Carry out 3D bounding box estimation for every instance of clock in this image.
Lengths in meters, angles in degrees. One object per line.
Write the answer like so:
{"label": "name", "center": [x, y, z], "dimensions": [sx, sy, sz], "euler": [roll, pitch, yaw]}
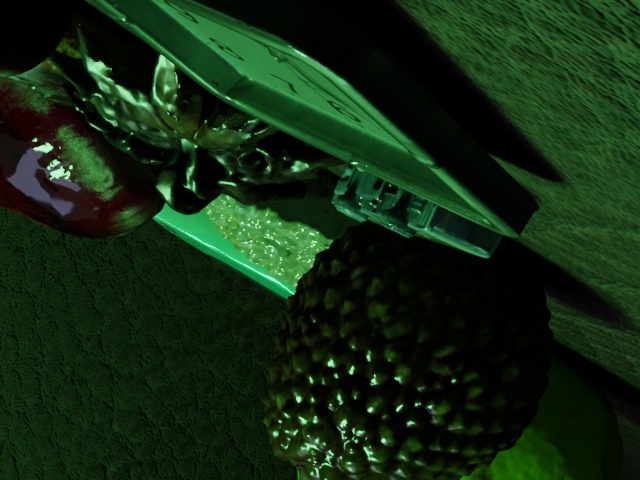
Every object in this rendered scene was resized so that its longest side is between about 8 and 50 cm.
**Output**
{"label": "clock", "center": [-0.023, -0.108, 1.064], "dimensions": [0.273, 0.049, 0.279], "euler": [27, 175, 35]}

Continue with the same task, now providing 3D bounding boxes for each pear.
{"label": "pear", "center": [0.153, 0.273, 2.085], "dimensions": [0.391, 0.391, 0.391], "euler": [31, 176, 2]}

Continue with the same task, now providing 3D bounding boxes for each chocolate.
{"label": "chocolate", "center": [-0.190, -0.162, 1.132], "dimensions": [0.125, 0.149, 0.080], "euler": [-11, -161, -29]}

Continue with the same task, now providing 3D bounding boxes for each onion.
{"label": "onion", "center": [-0.280, -0.096, 1.783], "dimensions": [0.272, 0.195, 0.272], "euler": [52, 175, 6]}

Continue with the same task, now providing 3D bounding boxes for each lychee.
{"label": "lychee", "center": [0.072, 0.097, 1.510], "dimensions": [0.236, 0.271, 0.236], "euler": [31, 148, 22]}

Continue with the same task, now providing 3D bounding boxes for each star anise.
{"label": "star anise", "center": [-0.113, -0.081, 1.463], "dimensions": [0.272, 0.103, 0.272], "euler": [19, 165, 5]}

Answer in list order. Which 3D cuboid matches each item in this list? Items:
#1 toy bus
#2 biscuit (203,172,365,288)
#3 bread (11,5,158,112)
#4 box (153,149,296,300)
{"label": "toy bus", "center": [0.067, -0.030, 1.259], "dimensions": [0.075, 0.064, 0.190], "euler": [27, 178, -22]}
{"label": "biscuit", "center": [0.000, 0.000, 1.759], "dimensions": [0.281, 0.084, 0.179], "euler": [27, 159, 8]}
{"label": "bread", "center": [-0.231, -0.172, 1.593], "dimensions": [0.268, 0.095, 0.139], "euler": [17, 177, -15]}
{"label": "box", "center": [-0.026, 0.004, 1.951], "dimensions": [0.311, 0.118, 0.205], "euler": [30, 174, 7]}
